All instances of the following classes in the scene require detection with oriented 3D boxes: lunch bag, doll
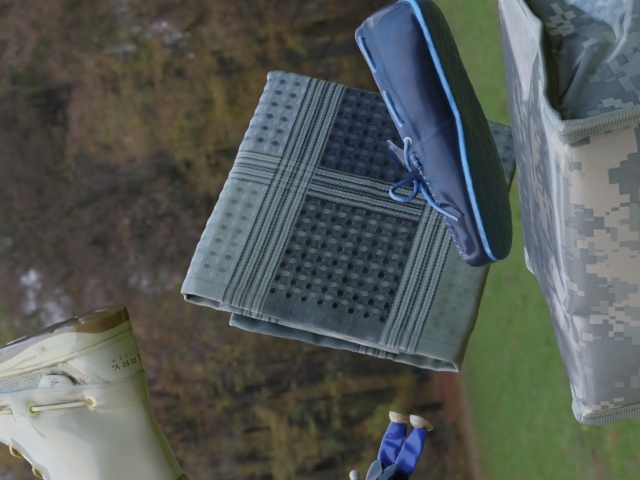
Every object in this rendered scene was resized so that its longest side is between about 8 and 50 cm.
[{"bbox_3d":[0.249,-0.055,0.719,0.235,0.287,0.169,74,-175,-45],"label":"lunch bag"},{"bbox_3d":[0.089,0.334,1.941,0.046,0.129,0.189,43,-117,-41],"label":"doll"}]

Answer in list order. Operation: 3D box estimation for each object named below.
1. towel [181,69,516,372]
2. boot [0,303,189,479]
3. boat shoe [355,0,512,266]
[{"bbox_3d":[0.039,-0.024,1.498,0.056,0.312,0.324,88,-160,-58],"label":"towel"},{"bbox_3d":[-0.228,0.182,1.167,0.095,0.262,0.203,-30,-83,-61],"label":"boot"},{"bbox_3d":[0.105,-0.096,1.288,0.109,0.089,0.258,2,-110,-62],"label":"boat shoe"}]
